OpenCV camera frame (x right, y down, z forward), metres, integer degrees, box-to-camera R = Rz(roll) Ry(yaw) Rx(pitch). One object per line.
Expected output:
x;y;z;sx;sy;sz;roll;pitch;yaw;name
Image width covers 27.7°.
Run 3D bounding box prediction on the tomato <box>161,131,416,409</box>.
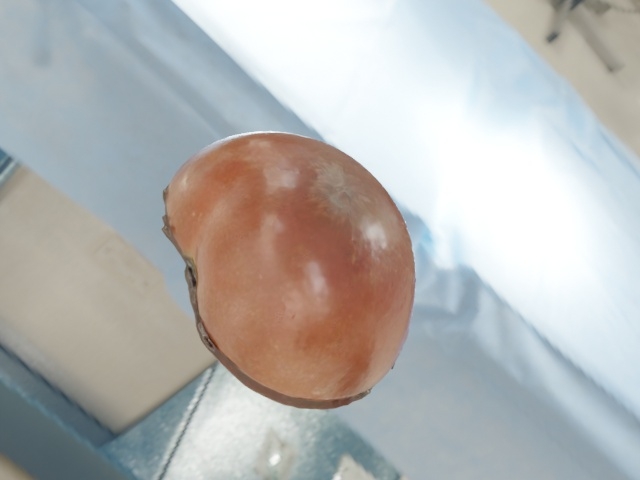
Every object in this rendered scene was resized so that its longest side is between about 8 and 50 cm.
0.000;0.000;0.947;0.199;0.112;0.228;-4;61;-39;tomato
